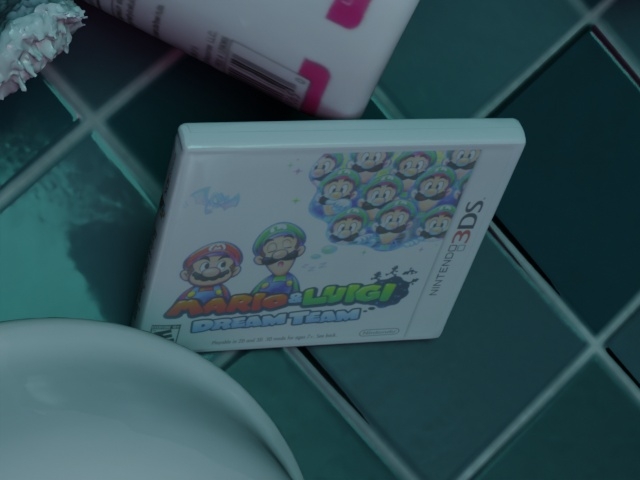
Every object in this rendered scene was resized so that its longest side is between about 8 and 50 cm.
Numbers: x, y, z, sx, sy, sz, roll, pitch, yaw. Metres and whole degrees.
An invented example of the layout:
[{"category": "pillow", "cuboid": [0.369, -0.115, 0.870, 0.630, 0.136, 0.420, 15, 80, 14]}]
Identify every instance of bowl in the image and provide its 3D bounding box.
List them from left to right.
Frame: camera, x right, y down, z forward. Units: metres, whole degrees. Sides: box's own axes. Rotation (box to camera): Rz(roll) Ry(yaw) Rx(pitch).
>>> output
[{"category": "bowl", "cuboid": [-0.094, 0.188, 0.676, 0.298, 0.134, 0.298, -11, 111, -31]}]

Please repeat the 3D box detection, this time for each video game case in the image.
[{"category": "video game case", "cuboid": [0.000, 0.000, 0.809, 0.157, 0.143, 0.019, -2, 50, -19]}]

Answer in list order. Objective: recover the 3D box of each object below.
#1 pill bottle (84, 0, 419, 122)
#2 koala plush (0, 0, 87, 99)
[{"category": "pill bottle", "cuboid": [-0.076, -0.181, 0.785, 0.283, 0.160, 0.160, 27, 73, -1]}, {"category": "koala plush", "cuboid": [-0.207, -0.061, 0.731, 0.196, 0.203, 0.221, 23, 45, 8]}]
